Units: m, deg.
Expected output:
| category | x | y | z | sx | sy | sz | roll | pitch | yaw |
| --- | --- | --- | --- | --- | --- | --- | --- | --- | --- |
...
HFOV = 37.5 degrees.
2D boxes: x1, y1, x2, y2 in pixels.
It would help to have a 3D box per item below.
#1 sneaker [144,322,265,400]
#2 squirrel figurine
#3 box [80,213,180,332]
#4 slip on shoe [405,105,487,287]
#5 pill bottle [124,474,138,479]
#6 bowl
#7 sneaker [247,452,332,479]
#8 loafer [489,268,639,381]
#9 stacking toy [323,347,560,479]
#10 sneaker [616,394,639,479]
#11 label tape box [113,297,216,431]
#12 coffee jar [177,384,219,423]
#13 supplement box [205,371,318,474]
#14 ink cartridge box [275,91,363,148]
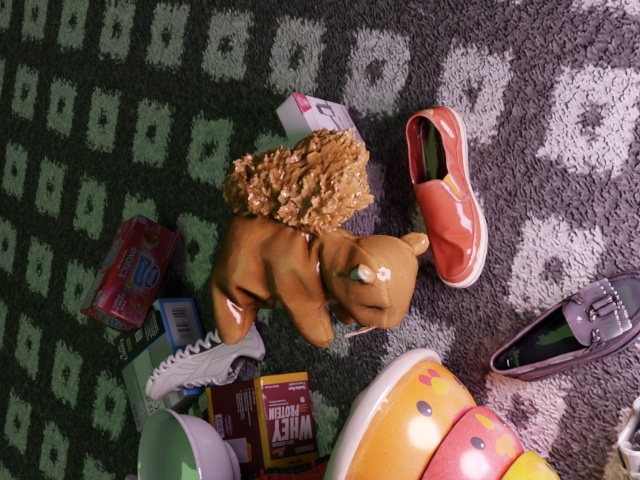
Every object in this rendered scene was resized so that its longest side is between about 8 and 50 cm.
| category | x | y | z | sx | sy | sz | roll | pitch | yaw |
| --- | --- | --- | --- | --- | --- | --- | --- | --- | --- |
| sneaker | -0.255 | 0.279 | 2.075 | 0.292 | 0.110 | 0.118 | -33 | 76 | 3 |
| squirrel figurine | 0.000 | 0.000 | 1.704 | 0.370 | 0.281 | 0.396 | 4 | 108 | 47 |
| box | -0.458 | 0.080 | 2.271 | 0.128 | 0.123 | 0.256 | -19 | 45 | 54 |
| slip on shoe | 0.212 | -0.078 | 1.659 | 0.123 | 0.101 | 0.331 | -15 | 80 | 44 |
| pill bottle | -0.467 | 0.641 | 2.271 | 0.078 | 0.078 | 0.137 | 25 | 88 | 45 |
| bowl | -0.253 | 0.484 | 1.920 | 0.298 | 0.134 | 0.297 | 2 | 93 | 56 |
| sneaker | -0.038 | 0.507 | 1.832 | 0.104 | 0.262 | 0.125 | -94 | -12 | -58 |
| loafer | 0.391 | 0.143 | 1.463 | 0.302 | 0.095 | 0.109 | -41 | 61 | 39 |
| stacking toy | 0.273 | 0.415 | 1.502 | 0.480 | 0.351 | 0.350 | 24 | 108 | 25 |
| sneaker | 0.464 | 0.331 | 1.363 | 0.099 | 0.121 | 0.262 | 12 | 98 | 47 |
| label tape box | -0.407 | 0.327 | 2.303 | 0.348 | 0.115 | 0.249 | -38 | 62 | 38 |
| coffee jar | -0.262 | 0.401 | 2.158 | 0.184 | 0.096 | 0.079 | -42 | 58 | 39 |
| supplement box | -0.125 | 0.387 | 1.986 | 0.194 | 0.129 | 0.191 | -18 | 76 | 46 |
| ink cartridge box | 0.001 | -0.221 | 1.852 | 0.063 | 0.150 | 0.109 | -44 | 59 | 33 |
